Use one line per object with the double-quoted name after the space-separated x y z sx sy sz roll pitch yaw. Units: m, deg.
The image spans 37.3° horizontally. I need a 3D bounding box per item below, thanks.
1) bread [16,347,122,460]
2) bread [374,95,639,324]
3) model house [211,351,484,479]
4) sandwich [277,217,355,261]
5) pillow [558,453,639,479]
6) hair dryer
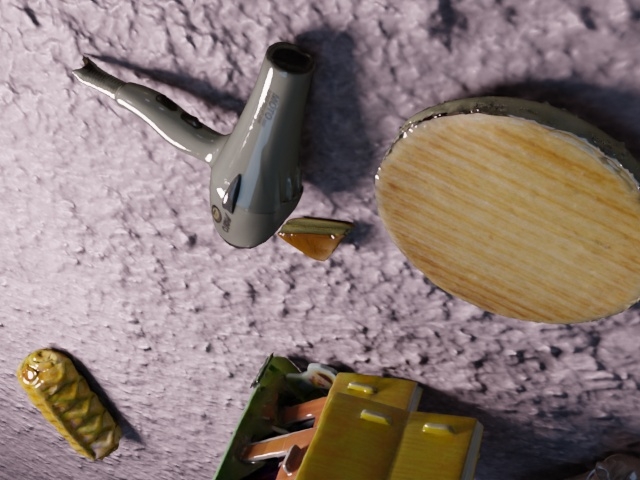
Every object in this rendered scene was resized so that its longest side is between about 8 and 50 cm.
-0.447 0.289 1.690 0.098 0.087 0.269 13 142 32 "bread"
0.170 -0.021 0.814 0.267 0.040 0.267 21 145 15 "bread"
0.093 0.311 1.122 0.324 0.300 0.340 -24 119 42 "model house"
0.000 0.000 0.990 0.083 0.031 0.044 8 138 31 "sandwich"
0.339 0.313 1.098 0.173 0.067 0.270 27 148 -3 "pillow"
-0.105 -0.132 0.877 0.267 0.092 0.229 45 139 -2 "hair dryer"
